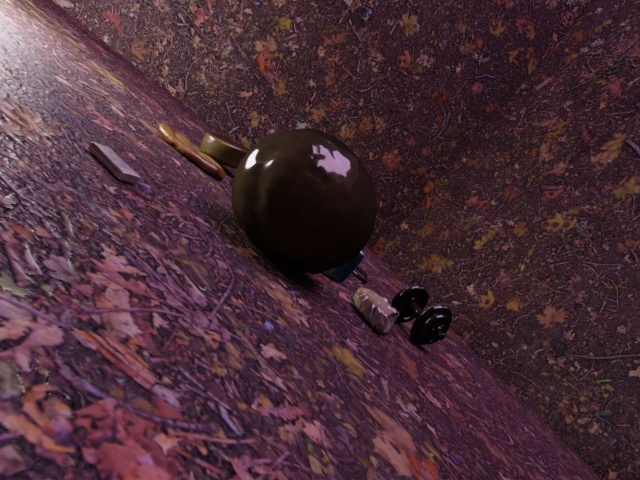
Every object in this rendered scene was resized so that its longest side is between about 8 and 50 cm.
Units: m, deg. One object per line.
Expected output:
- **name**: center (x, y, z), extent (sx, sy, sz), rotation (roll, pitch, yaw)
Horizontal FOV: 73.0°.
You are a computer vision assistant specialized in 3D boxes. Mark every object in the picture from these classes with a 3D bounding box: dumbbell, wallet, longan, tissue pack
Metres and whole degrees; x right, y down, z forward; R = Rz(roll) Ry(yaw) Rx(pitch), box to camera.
- **dumbbell**: center (0.403, 0.299, 1.747), extent (0.192, 0.192, 0.290), rotation (35, 8, -40)
- **wallet**: center (0.194, 0.159, 2.196), extent (0.122, 0.031, 0.232), rotation (42, 7, 4)
- **longan**: center (-0.039, -0.119, 1.242), extent (0.404, 0.404, 0.436), rotation (44, 11, 32)
- **tissue pack**: center (-0.424, -0.159, 0.890), extent (0.108, 0.023, 0.056), rotation (42, 7, 15)

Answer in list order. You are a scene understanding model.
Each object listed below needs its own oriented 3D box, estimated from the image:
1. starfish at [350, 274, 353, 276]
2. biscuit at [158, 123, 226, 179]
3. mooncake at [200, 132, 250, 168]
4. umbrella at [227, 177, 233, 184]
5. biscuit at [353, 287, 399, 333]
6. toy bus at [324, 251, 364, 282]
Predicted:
- **starfish**: center (0.063, 0.092, 1.879), extent (0.227, 0.043, 0.240), rotation (34, 12, -39)
- **biscuit**: center (-0.482, -0.331, 1.625), extent (0.299, 0.045, 0.154), rotation (37, 9, -20)
- **mooncake**: center (-0.427, -0.400, 1.963), extent (0.235, 0.117, 0.235), rotation (27, 10, -5)
- **umbrella**: center (-0.328, -0.206, 1.727), extent (0.044, 0.044, 0.269), rotation (-13, 33, -33)
- **biscuit**: center (0.191, 0.230, 1.485), extent (0.179, 0.084, 0.281), rotation (42, 8, 12)
- **toy bus**: center (0.000, 0.000, 1.655), extent (0.190, 0.152, 0.312), rotation (31, 11, -47)
